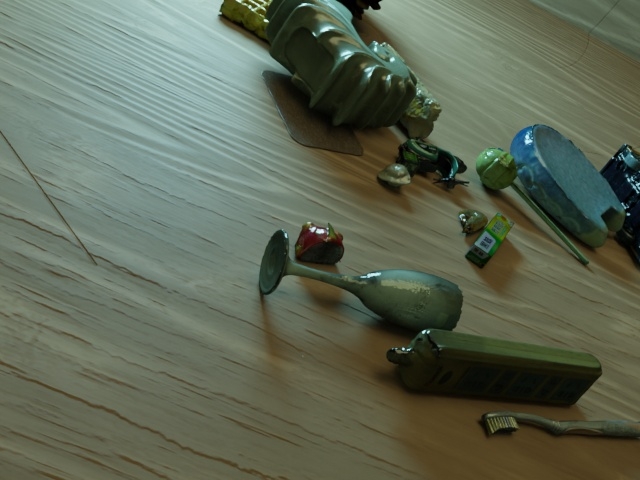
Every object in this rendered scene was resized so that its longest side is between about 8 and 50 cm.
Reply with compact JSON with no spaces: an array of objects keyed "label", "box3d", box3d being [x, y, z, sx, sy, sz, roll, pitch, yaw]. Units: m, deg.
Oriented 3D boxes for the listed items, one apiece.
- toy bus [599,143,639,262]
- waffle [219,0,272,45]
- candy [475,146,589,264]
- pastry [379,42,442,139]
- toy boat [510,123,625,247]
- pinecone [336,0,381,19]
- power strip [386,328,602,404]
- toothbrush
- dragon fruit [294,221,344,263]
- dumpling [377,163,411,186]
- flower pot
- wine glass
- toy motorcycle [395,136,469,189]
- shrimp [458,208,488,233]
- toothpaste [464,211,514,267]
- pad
[{"label":"toy bus","box3d":[0.818,-0.071,1.809,0.194,0.162,0.323,19,34,-22]},{"label":"waffle","box3d":[-0.116,-0.524,1.758,0.211,0.055,0.160,34,34,2]},{"label":"candy","box3d":[0.472,-0.074,1.633,0.092,0.093,0.335,-33,76,-38]},{"label":"pastry","box3d":[0.189,-0.343,1.705,0.089,0.121,0.258,-20,60,-43]},{"label":"toy boat","box3d":[0.566,-0.123,1.752,0.330,0.123,0.215,51,46,9]},{"label":"pinecone","box3d":[0.024,-0.789,1.958,0.398,0.398,0.397,20,36,-15]},{"label":"power strip","box3d":[0.265,0.195,1.114,0.387,0.092,0.066,11,37,-26]},{"label":"toothbrush","box3d":[0.400,0.290,1.154,0.375,0.028,0.037,10,46,-28]},{"label":"dragon fruit","box3d":[0.000,0.000,1.187,0.083,0.060,0.056,9,44,-26]},{"label":"dumpling","box3d":[0.145,-0.129,1.476,0.059,0.043,0.077,-13,54,-18]},{"label":"flower pot","box3d":[0.030,-0.401,1.602,0.254,0.164,0.367,-11,57,-49]},{"label":"wine glass","box3d":[0.078,0.124,1.055,0.309,0.096,0.264,17,35,-22]},{"label":"toy motorcycle","box3d":[0.240,-0.162,1.576,0.173,0.058,0.100,15,45,-20]},{"label":"shrimp","box3d":[0.301,-0.040,1.500,0.059,0.023,0.108,36,34,24]},{"label":"toothpaste","box3d":[0.337,-0.003,1.465,0.043,0.037,0.178,39,35,9]},{"label":"pad","box3d":[-0.018,-0.272,1.563,0.176,0.002,0.266,6,42,-31]}]
